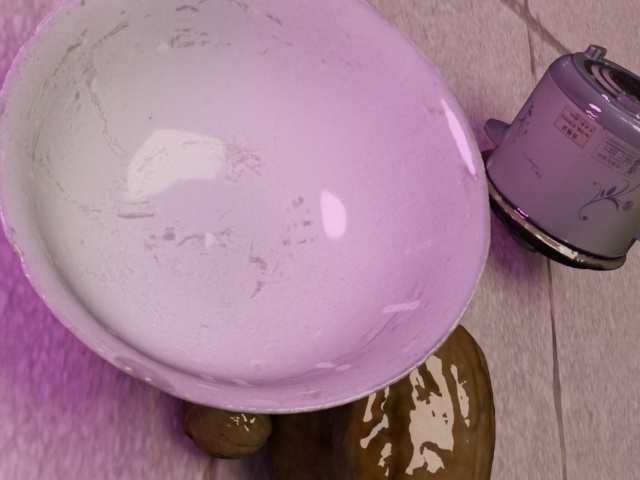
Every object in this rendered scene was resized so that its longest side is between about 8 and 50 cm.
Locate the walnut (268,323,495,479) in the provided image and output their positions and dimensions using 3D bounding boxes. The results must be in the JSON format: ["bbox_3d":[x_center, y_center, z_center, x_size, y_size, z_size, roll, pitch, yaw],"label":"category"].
[{"bbox_3d":[0.060,0.195,1.072,0.283,0.228,0.282,-3,90,-82],"label":"walnut"}]

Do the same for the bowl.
[{"bbox_3d":[-0.083,-0.027,0.980,0.435,0.196,0.434,9,63,-18],"label":"bowl"}]

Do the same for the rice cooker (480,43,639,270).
[{"bbox_3d":[0.378,-0.104,1.553,0.316,0.317,0.264,61,27,-9],"label":"rice cooker"}]

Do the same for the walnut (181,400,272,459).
[{"bbox_3d":[-0.088,0.166,1.020,0.092,0.092,0.092,25,54,-42],"label":"walnut"}]
